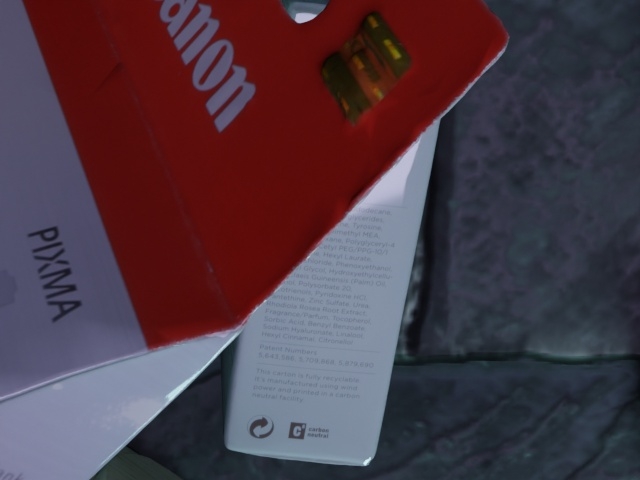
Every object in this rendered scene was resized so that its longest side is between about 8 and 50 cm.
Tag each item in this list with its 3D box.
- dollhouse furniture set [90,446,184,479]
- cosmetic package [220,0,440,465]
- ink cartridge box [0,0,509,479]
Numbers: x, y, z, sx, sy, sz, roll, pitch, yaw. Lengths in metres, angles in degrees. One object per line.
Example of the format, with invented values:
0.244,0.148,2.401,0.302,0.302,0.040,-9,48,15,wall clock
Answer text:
-0.200,0.220,0.613,0.256,0.394,0.362,38,107,-20,dollhouse furniture set
0.002,-0.016,0.666,0.085,0.117,0.231,7,112,-9,cosmetic package
-0.144,-0.039,0.538,0.385,0.308,0.091,-45,133,16,ink cartridge box
